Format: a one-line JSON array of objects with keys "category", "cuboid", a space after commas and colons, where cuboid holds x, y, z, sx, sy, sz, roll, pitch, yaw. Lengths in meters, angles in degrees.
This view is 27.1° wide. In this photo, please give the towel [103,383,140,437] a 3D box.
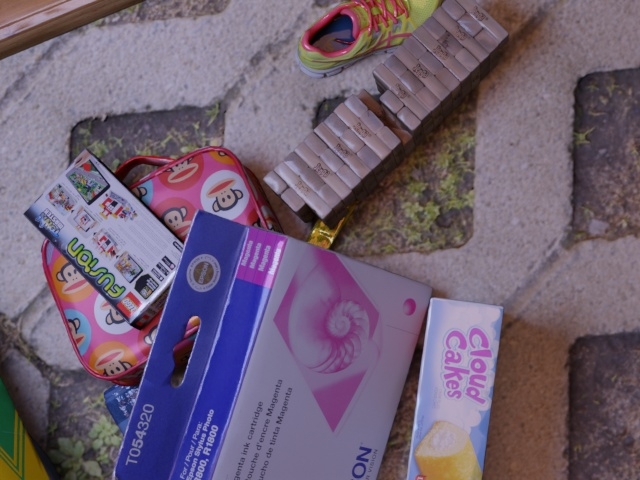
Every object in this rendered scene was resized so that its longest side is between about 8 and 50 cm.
[{"category": "towel", "cuboid": [-0.223, 0.230, 1.683, 0.067, 0.029, 0.119, -32, 82, 4]}]

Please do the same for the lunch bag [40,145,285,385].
[{"category": "lunch bag", "cuboid": [-0.194, 0.018, 1.649, 0.293, 0.120, 0.258, -26, 74, 5]}]

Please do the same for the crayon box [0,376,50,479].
[{"category": "crayon box", "cuboid": [-0.513, 0.296, 1.578, 0.363, 0.106, 0.313, -45, 56, 16]}]

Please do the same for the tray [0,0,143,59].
[{"category": "tray", "cuboid": [-0.408, -0.359, 1.740, 0.411, 0.076, 0.203, -21, 82, 6]}]

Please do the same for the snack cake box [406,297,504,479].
[{"category": "snack cake box", "cuboid": [0.157, 0.204, 1.577, 0.089, 0.152, 0.264, 7, 86, 7]}]

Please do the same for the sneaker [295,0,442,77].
[{"category": "sneaker", "cuboid": [0.062, -0.272, 1.662, 0.208, 0.094, 0.081, -31, 80, 2]}]

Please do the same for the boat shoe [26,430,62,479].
[{"category": "boat shoe", "cuboid": [-0.372, 0.363, 1.635, 0.156, 0.136, 0.367, -34, 89, -10]}]

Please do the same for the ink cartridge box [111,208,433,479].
[{"category": "ink cartridge box", "cuboid": [-0.044, 0.163, 1.547, 0.071, 0.330, 0.324, 14, 86, 52]}]

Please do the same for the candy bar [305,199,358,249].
[{"category": "candy bar", "cuboid": [0.000, 0.000, 1.682, 0.040, 0.018, 0.161, 29, 89, 11]}]

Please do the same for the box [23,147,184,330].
[{"category": "box", "cuboid": [-0.249, -0.003, 1.593, 0.114, 0.036, 0.207, -46, 70, -1]}]

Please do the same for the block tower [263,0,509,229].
[{"category": "block tower", "cuboid": [0.085, -0.155, 1.641, 0.335, 0.097, 0.091, -44, 79, -1]}]
